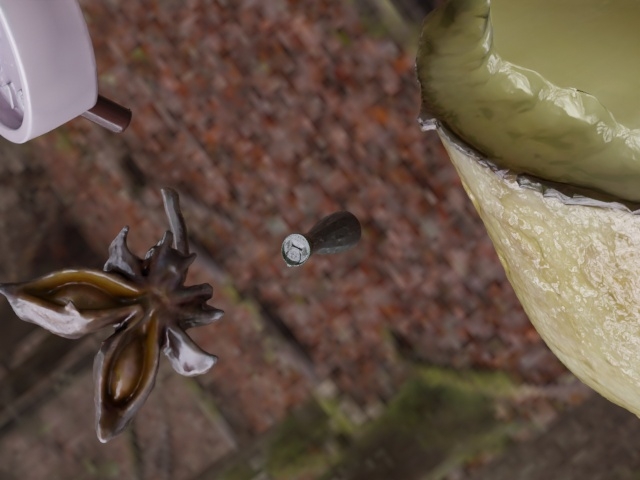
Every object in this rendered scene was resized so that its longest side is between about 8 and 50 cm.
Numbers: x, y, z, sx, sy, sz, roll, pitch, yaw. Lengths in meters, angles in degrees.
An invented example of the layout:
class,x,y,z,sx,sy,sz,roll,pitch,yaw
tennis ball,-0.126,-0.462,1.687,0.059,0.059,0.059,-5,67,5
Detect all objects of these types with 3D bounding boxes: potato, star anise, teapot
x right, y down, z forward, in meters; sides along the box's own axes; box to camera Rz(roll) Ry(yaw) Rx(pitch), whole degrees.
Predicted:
class,x,y,z,sx,sy,sz,roll,pitch,yaw
potato,0.179,-0.019,0.831,0.285,0.242,0.242,31,161,44
star anise,-0.140,0.038,1.228,0.148,0.219,0.227,18,167,-5
teapot,0.000,0.000,1.752,0.043,0.043,0.110,52,-152,8

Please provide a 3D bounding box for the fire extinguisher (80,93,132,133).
class,x,y,z,sx,sy,sz,roll,pitch,yaw
fire extinguisher,-0.262,-0.150,1.724,0.173,0.035,0.049,26,-154,-27

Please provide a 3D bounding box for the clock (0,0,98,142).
class,x,y,z,sx,sy,sz,roll,pitch,yaw
clock,-0.268,-0.186,1.508,0.197,0.068,0.197,46,150,36
